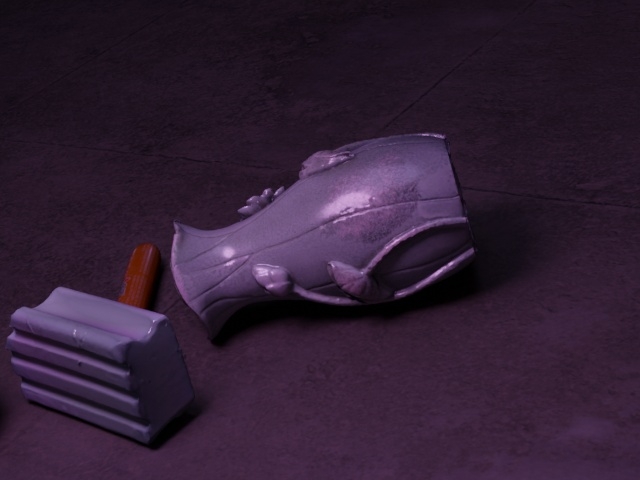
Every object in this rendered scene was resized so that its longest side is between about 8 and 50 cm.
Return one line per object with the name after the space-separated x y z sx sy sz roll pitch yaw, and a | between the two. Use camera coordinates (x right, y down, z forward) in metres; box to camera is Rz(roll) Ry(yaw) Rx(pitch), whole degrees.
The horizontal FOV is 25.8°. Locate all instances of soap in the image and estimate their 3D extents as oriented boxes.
-0.315 0.166 1.945 0.290 0.172 0.095 11 36 41 | soap

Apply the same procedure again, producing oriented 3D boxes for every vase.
0.000 0.000 2.051 0.446 0.250 0.250 -17 27 5 | vase

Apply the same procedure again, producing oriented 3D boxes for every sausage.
-0.292 0.094 2.193 0.053 0.053 0.348 -11 28 7 | sausage
